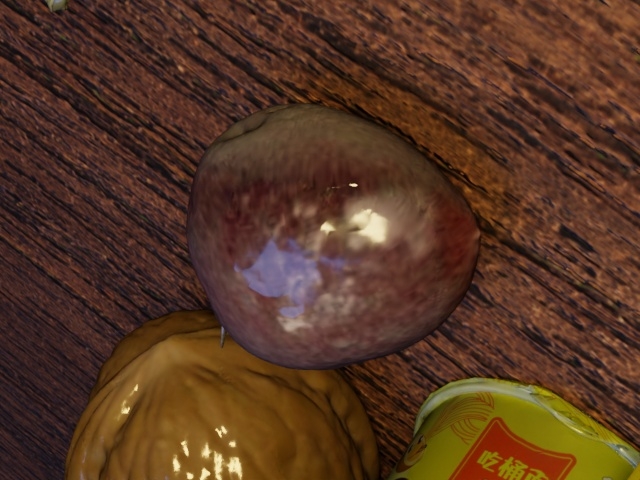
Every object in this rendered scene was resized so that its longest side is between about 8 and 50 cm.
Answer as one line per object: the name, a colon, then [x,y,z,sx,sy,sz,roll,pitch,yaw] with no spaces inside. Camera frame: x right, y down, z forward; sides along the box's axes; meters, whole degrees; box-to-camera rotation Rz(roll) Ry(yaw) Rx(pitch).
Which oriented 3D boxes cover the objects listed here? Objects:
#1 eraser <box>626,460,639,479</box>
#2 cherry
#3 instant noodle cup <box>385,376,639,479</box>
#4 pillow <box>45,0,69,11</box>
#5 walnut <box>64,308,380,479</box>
eraser: [0.291,0.193,1.016,0.122,0.097,0.045,14,134,37]
cherry: [0.000,0.000,1.064,0.266,0.184,0.213,-8,129,33]
instant noodle cup: [0.144,0.299,1.175,0.311,0.221,0.311,28,142,25]
pillow: [-0.196,-0.348,0.935,0.281,0.076,0.274,109,144,-57]
walnut: [-0.093,0.220,1.304,0.332,0.333,0.333,29,142,25]
